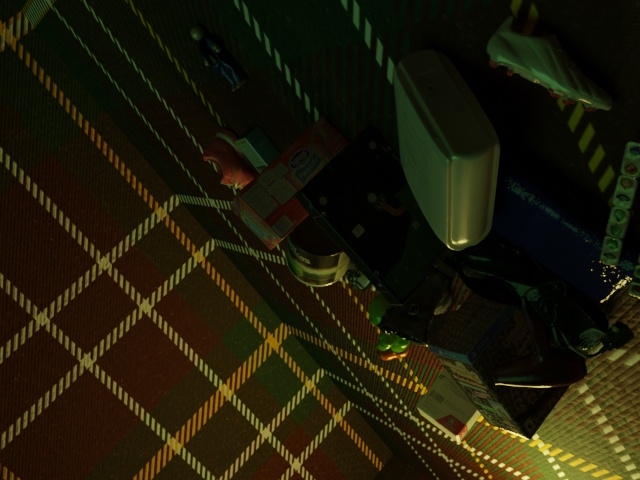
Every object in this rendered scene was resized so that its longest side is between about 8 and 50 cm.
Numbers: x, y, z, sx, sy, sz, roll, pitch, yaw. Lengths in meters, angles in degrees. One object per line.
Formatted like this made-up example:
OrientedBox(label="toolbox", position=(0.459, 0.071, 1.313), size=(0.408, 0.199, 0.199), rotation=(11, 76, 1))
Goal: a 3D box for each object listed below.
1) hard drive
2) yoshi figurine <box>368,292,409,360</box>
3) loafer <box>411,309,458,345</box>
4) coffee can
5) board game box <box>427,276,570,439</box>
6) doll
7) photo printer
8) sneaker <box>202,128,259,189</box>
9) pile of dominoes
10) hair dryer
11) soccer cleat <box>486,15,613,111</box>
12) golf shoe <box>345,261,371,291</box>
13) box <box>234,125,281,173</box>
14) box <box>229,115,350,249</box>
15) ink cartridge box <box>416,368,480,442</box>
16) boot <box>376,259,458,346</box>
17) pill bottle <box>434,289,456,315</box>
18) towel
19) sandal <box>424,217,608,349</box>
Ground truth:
OrientedBox(label="hard drive", position=(0.137, -0.053, 1.491), size=(0.339, 0.237, 0.064), rotation=(47, 162, -10))
OrientedBox(label="yoshi figurine", position=(0.218, 0.242, 2.040), size=(0.203, 0.203, 0.362), rotation=(46, 160, 17))
OrientedBox(label="loafer", position=(0.359, 0.222, 1.721), size=(0.269, 0.101, 0.092), rotation=(-2, 179, 14))
OrientedBox(label="coffee can", position=(0.000, 0.000, 1.954), size=(0.201, 0.201, 0.275), rotation=(40, 162, 13))
OrientedBox(label="board game box", position=(0.435, 0.271, 1.561), size=(0.291, 0.232, 0.141), rotation=(51, 160, -20))
OrientedBox(label="doll", position=(-0.275, -0.479, 1.750), size=(0.189, 0.046, 0.129), rotation=(50, 160, -18))
OrientedBox(label="photo printer", position=(0.220, -0.144, 1.186), size=(0.307, 0.107, 0.256), rotation=(74, 175, -56))
OrientedBox(label="sneaker", position=(-0.255, -0.206, 2.156), size=(0.314, 0.136, 0.116), rotation=(47, 163, -8))
OrientedBox(label="pile of dominoes", position=(0.516, -0.009, 0.967), size=(0.196, 0.040, 0.251), rotation=(22, 138, 31))
OrientedBox(label="hair dryer", position=(0.459, 0.208, 1.367), size=(0.224, 0.080, 0.293), rotation=(32, 122, -1))
OrientedBox(label="soccer cleat", position=(0.330, -0.246, 0.940), size=(0.196, 0.076, 0.068), rotation=(29, -166, 5))
OrientedBox(label="golf shoe", position=(0.123, 0.110, 2.129), size=(0.094, 0.077, 0.198), rotation=(47, 161, -6))
OrientedBox(label="box", position=(-0.146, -0.225, 2.001), size=(0.244, 0.060, 0.100), rotation=(51, 161, -18))
OrientedBox(label="box", position=(-0.059, -0.139, 1.618), size=(0.154, 0.300, 0.142), rotation=(45, 162, -3))
OrientedBox(label="ink cartridge box", position=(0.427, 0.486, 2.066), size=(0.159, 0.218, 0.092), rotation=(33, 164, 32))
OrientedBox(label="boot", position=(0.207, 0.132, 1.714), size=(0.263, 0.229, 0.091), rotation=(23, 166, 37))
OrientedBox(label="pill bottle", position=(0.310, 0.174, 1.817), size=(0.108, 0.108, 0.180), rotation=(23, 153, 48))
OrientedBox(label="towel", position=(0.428, -0.024, 1.207), size=(0.308, 0.076, 0.227), rotation=(39, 168, 16))
OrientedBox(label="sandal", position=(0.396, 0.080, 1.391), size=(0.446, 0.107, 0.167), rotation=(39, 149, 9))
